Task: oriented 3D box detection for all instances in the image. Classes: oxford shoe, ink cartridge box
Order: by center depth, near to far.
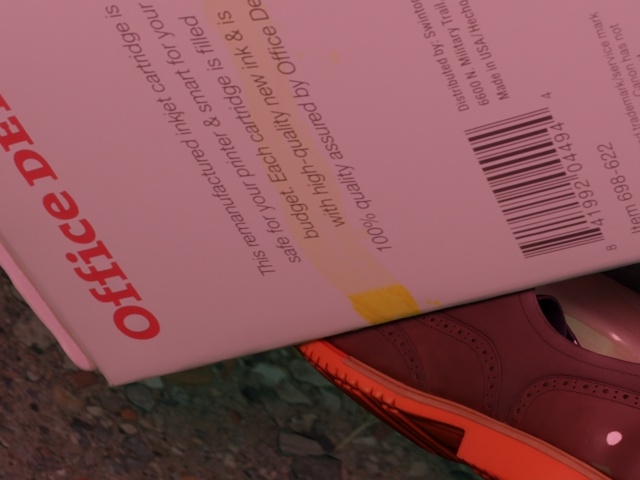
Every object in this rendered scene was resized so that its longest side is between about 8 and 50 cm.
[{"bbox_3d":[0.008,-0.110,0.764,0.385,0.160,0.279,-14,128,19],"label":"ink cartridge box"},{"bbox_3d":[0.077,0.062,0.823,0.271,0.098,0.097,27,171,41],"label":"oxford shoe"}]

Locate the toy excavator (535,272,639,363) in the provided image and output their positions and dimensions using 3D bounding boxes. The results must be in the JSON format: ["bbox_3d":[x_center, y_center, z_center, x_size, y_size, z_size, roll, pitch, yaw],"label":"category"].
[{"bbox_3d":[0.249,0.141,0.901,0.433,0.445,0.222,10,123,-27],"label":"toy excavator"}]
